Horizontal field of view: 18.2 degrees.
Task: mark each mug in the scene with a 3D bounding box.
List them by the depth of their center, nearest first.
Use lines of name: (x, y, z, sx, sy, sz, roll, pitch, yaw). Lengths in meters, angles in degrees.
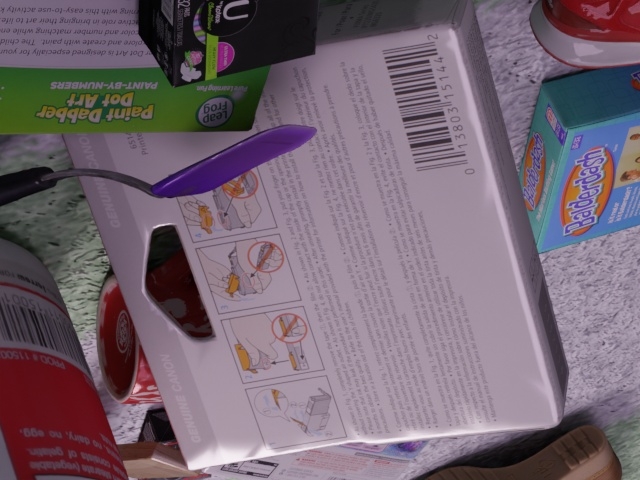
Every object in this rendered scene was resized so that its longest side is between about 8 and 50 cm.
mug: (-0.067, 0.047, 1.415, 0.169, 0.150, 0.113, -3, -178, -24)

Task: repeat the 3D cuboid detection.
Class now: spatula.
spatula: (-0.142, -0.033, 1.196, 0.296, 0.030, 0.084, -8, 178, 22)

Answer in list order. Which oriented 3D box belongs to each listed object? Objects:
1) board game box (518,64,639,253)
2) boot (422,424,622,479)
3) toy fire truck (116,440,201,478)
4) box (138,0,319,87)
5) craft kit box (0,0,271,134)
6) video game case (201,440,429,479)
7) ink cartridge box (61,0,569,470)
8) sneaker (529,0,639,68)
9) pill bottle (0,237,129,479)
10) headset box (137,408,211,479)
board game box: (0.253, -0.075, 1.477, 0.210, 0.047, 0.160, -15, 148, -16)
boot: (0.179, 0.282, 1.921, 0.248, 0.090, 0.207, -24, 147, -8)
toy fire truck: (-0.222, 0.195, 1.481, 0.217, 0.158, 0.246, 13, 121, -44)
box: (-0.048, -0.126, 1.044, 0.083, 0.052, 0.062, -15, 137, -22)
craft kit box: (-0.117, -0.165, 1.040, 0.250, 0.061, 0.246, -2, 128, -32)
video game case: (0.014, 0.128, 1.422, 0.157, 0.019, 0.143, 13, 130, -32)
ink cartridge box: (0.000, 0.000, 1.271, 0.261, 0.066, 0.296, -8, 119, 17)
sneaker: (0.254, -0.178, 1.290, 0.221, 0.087, 0.128, -12, 148, -22)
pill bottle: (-0.217, 0.212, 1.239, 0.229, 0.407, 0.229, -17, 148, -11)
headset box: (-0.114, 0.167, 1.604, 0.062, 0.032, 0.083, -8, 144, -25)
